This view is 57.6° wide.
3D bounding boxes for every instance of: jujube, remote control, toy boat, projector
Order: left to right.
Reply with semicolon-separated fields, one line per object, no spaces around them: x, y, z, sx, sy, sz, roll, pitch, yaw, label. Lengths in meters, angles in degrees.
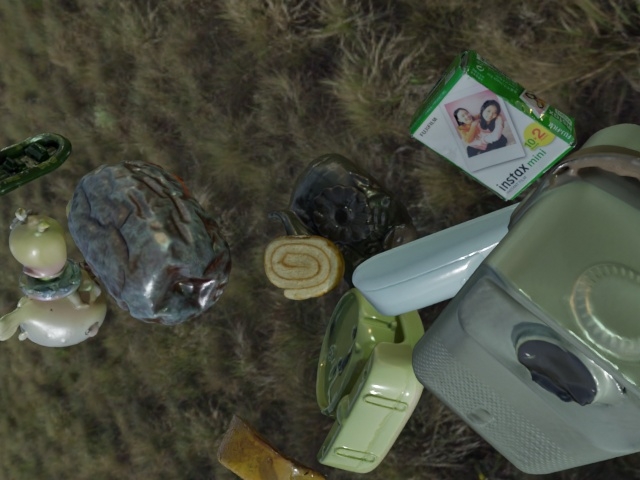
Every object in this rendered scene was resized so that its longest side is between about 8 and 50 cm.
-0.571;-0.150;1.113;0.104;0.210;0.052;31;133;15;toy boat
-0.295;-0.005;1.002;0.317;0.226;0.226;44;131;32;jujube
0.185;0.021;0.673;0.293;0.103;0.051;-23;46;18;remote control
0.191;0.049;0.426;0.163;0.177;0.242;41;153;12;projector

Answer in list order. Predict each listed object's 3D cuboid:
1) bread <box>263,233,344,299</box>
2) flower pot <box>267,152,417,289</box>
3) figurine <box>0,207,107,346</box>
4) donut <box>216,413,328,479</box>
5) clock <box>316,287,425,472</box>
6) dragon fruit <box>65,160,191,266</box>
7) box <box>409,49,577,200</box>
-0.032;0.050;1.080;0.149;0.073;0.122;-3;83;10;bread
0.053;-0.040;1.267;0.213;0.302;0.302;-51;47;1;flower pot
-0.639;0.102;1.339;0.226;0.274;0.394;24;133;14;figurine
-0.119;0.522;1.343;0.277;0.108;0.278;29;158;13;donut
0.080;0.220;1.089;0.348;0.117;0.286;-92;22;-59;clock
-0.436;-0.045;1.365;0.189;0.290;0.291;-5;-95;-81;dragon fruit
0.303;-0.202;1.032;0.250;0.103;0.180;32;135;-7;box
